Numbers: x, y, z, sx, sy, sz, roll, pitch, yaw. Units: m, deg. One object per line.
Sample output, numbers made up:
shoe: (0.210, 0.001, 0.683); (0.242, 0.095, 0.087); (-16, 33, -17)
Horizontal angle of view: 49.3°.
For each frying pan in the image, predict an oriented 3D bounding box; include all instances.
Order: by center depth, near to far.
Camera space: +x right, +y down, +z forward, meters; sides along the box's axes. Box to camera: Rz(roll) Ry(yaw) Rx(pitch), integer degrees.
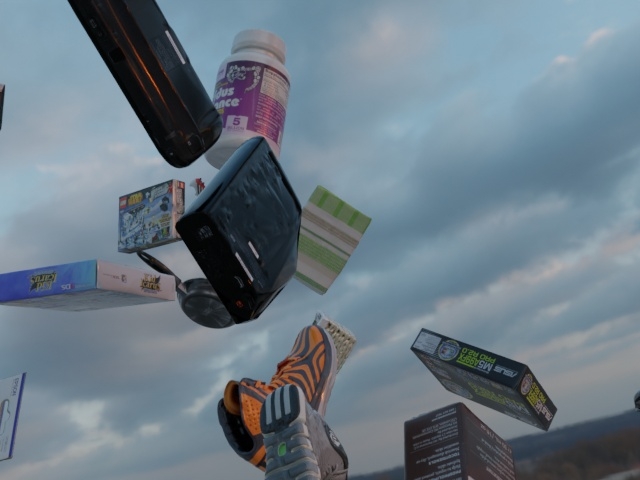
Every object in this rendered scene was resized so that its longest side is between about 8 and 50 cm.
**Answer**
frying pan: (-0.327, 0.132, 1.850); (0.197, 0.053, 0.326); (-14, -50, 27)

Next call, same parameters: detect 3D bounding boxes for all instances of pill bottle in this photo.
pill bottle: (-0.156, -0.308, 1.550); (0.169, 0.302, 0.169); (6, -20, 2)

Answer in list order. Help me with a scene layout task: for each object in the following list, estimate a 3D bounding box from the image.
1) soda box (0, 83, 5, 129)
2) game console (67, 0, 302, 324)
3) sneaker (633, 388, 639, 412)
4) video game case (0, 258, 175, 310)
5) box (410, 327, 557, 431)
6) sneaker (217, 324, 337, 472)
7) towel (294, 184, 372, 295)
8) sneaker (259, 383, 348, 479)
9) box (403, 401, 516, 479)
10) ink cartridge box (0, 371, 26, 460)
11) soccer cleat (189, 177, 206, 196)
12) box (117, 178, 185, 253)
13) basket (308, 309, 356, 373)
soda box: (-0.404, -0.125, 0.790); (0.060, 0.053, 0.168); (8, -19, -33)
game console: (-0.120, -0.107, 0.688); (0.043, 0.362, 0.213); (-21, 20, 20)
sneaker: (0.604, 0.178, 1.109); (0.122, 0.146, 0.331); (-6, -28, -19)
video game case: (-0.473, 0.095, 1.400); (0.269, 0.061, 0.244); (-8, -12, 22)
box: (0.355, 0.302, 1.525); (0.270, 0.060, 0.216); (16, -25, 44)
sneaker: (-0.077, 0.261, 1.266); (0.180, 0.321, 0.125); (27, -50, -17)
towel: (0.000, 0.000, 1.142); (0.113, 0.152, 0.023); (32, 2, -14)
sneaker: (-0.007, 0.292, 0.829); (0.086, 0.229, 0.132); (-27, -51, 23)
box: (0.249, 0.495, 1.200); (0.143, 0.382, 0.191); (-29, -56, 29)
ink cartridge box: (-0.718, 0.385, 1.334); (0.370, 0.176, 0.069); (-19, -40, 12)
soccer cleat: (-0.279, -0.111, 1.665); (0.035, 0.083, 0.029); (-29, 20, 17)
box: (-0.267, -0.036, 1.099); (0.137, 0.094, 0.027); (-11, -15, 37)
basket: (0.015, 0.243, 1.667); (0.103, 0.113, 0.167); (31, -1, -4)
